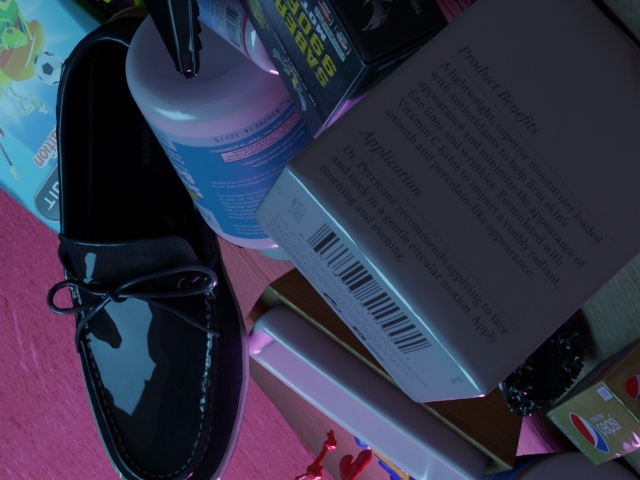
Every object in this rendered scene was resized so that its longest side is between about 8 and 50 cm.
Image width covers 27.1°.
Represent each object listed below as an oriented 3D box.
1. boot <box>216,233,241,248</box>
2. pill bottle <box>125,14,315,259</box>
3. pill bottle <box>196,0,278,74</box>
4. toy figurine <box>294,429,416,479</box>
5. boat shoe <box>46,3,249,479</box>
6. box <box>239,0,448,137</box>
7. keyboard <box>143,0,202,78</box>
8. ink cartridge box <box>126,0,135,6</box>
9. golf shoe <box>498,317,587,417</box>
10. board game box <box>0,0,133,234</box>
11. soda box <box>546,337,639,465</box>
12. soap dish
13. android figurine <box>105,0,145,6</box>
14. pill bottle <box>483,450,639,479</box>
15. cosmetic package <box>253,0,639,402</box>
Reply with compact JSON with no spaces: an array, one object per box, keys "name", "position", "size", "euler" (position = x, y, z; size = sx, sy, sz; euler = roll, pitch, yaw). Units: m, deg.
[{"name":"boot","position":[-0.228,-0.079,1.669],"size":[0.223,0.118,0.338],"euler":[14,179,26]},{"name":"pill bottle","position":[-0.058,-0.089,1.150],"size":[0.146,0.146,0.264],"euler":[41,166,34]},{"name":"pill bottle","position":[-0.059,-0.192,0.963],"size":[0.160,0.087,0.087],"euler":[41,166,35]},{"name":"toy figurine","position":[0.106,0.321,1.799],"size":[0.362,0.191,0.217],"euler":[39,160,35]},{"name":"boat shoe","position":[-0.176,0.021,1.297],"size":[0.156,0.187,0.500],"euler":[-27,-63,-74]},{"name":"box","position":[-0.022,-0.190,0.795],"size":[0.231,0.056,0.183],"euler":[62,168,2]},{"name":"keyboard","position":[-0.137,-0.270,0.918],"size":[0.317,0.033,0.201],"euler":[-119,16,-45]},{"name":"ink cartridge box","position":[-0.320,-0.312,1.596],"size":[0.385,0.091,0.308],"euler":[57,167,-13]},{"name":"golf shoe","position":[0.151,0.054,1.041],"size":[0.094,0.077,0.198],"euler":[52,164,47]},{"name":"board game box","position":[-0.321,-0.189,1.447],"size":[0.336,0.254,0.079],"euler":[40,-148,-3]},{"name":"soda box","position":[0.225,0.118,0.981],"size":[0.058,0.061,0.181],"euler":[47,168,8]},{"name":"soap dish","position":[0.063,0.132,1.361],"size":[0.291,0.118,0.229],"euler":[37,166,1]},{"name":"android figurine","position":[-0.249,-0.338,1.277],"size":[0.248,0.056,0.273],"euler":[33,160,52]},{"name":"pill bottle","position":[0.222,0.289,1.319],"size":[0.152,0.152,0.272],"euler":[48,168,3]},{"name":"cosmetic package","position":[0.085,-0.028,0.721],"size":[0.151,0.184,0.151],"euler":[50,168,0]}]
